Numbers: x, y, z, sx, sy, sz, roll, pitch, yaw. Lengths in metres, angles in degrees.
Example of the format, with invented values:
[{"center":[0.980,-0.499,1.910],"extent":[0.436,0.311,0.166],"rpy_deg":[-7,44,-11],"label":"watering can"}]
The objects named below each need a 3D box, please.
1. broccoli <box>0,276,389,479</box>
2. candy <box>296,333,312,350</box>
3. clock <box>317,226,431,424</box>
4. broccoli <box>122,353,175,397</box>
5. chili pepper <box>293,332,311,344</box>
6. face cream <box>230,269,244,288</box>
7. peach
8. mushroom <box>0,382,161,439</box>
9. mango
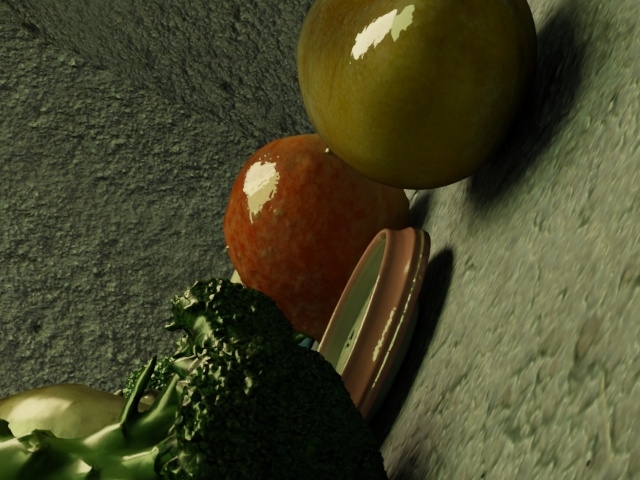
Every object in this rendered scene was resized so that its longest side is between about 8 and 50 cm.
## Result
[{"center":[-0.098,0.187,0.892],"extent":[0.297,0.297,0.297],"rpy_deg":[-9,-90,-88],"label":"broccoli"},{"center":[-0.062,0.175,1.768],"extent":[0.097,0.062,0.194],"rpy_deg":[-167,101,-84],"label":"candy"},{"center":[0.038,0.100,1.107],"extent":[0.244,0.056,0.244],"rpy_deg":[-157,90,-85],"label":"clock"},{"center":[-0.163,0.275,1.570],"extent":[0.241,0.261,0.269],"rpy_deg":[-3,-100,-70],"label":"broccoli"},{"center":[0.014,0.029,1.656],"extent":[0.257,0.074,0.100],"rpy_deg":[-59,10,6],"label":"chili pepper"},{"center":[-0.086,0.088,2.021],"extent":[0.348,0.081,0.173],"rpy_deg":[-74,-33,-60],"label":"face cream"},{"center":[0.000,0.000,1.360],"extent":[0.232,0.232,0.232],"rpy_deg":[-155,90,-85],"label":"peach"},{"center":[-0.219,0.282,1.281],"extent":[0.260,0.352,0.352],"rpy_deg":[-80,15,-47],"label":"mushroom"},{"center":[0.082,-0.155,1.059],"extent":[0.221,0.199,0.384],"rpy_deg":[-64,6,3],"label":"mango"}]
